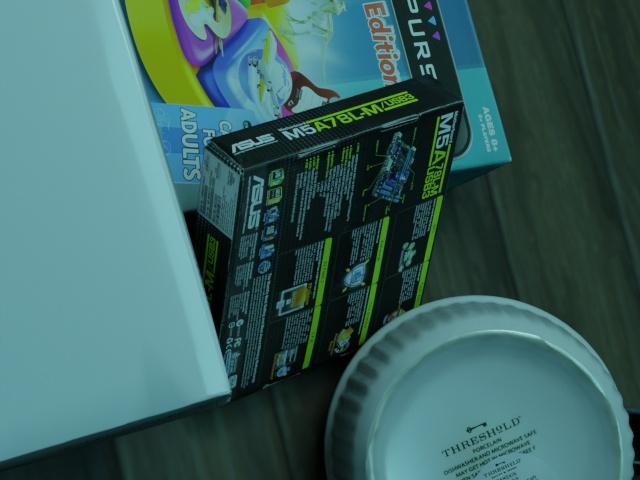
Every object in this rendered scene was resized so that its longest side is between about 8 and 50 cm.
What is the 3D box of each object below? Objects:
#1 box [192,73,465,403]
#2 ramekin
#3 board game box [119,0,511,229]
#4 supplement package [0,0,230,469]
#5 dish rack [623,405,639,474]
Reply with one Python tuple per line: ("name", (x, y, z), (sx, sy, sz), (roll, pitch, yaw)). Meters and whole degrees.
("box", (0.000, 0.000, 1.159), (0.184, 0.191, 0.045), (-22, 46, -36))
("ramekin", (0.107, 0.138, 1.165), (0.207, 0.109, 0.207), (0, 87, -3))
("board game box", (-0.048, -0.145, 1.222), (0.336, 0.079, 0.254), (-10, 82, -34))
("supplement package", (-0.182, -0.006, 1.006), (0.204, 0.145, 0.262), (-16, 85, -5))
("dish rack", (0.230, 0.261, 1.286), (0.208, 0.074, 0.271), (9, 72, -29))
